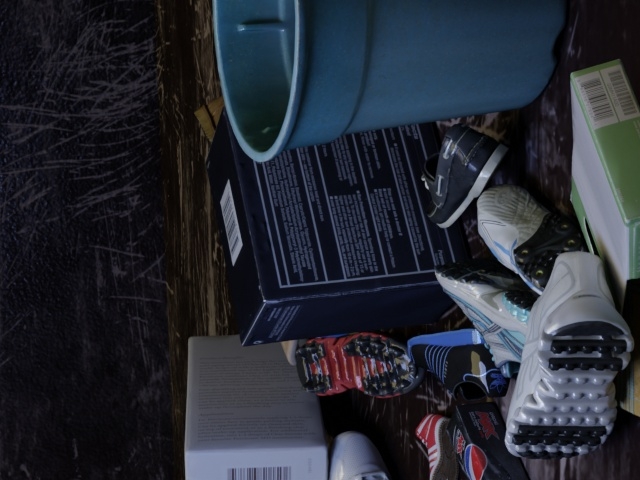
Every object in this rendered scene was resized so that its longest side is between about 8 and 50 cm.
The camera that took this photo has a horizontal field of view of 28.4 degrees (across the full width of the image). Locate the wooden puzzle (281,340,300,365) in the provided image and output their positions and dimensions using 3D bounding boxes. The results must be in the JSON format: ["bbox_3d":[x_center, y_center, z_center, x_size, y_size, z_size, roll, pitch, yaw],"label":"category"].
[{"bbox_3d":[-0.054,-0.016,2.134,0.322,0.081,0.347,-115,23,-46],"label":"wooden puzzle"}]

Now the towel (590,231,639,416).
[{"bbox_3d":[0.356,0.062,1.181,0.370,0.040,0.271,-156,64,-71],"label":"towel"}]

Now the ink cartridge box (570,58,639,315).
[{"bbox_3d":[0.290,-0.037,1.224,0.235,0.056,0.171,66,-171,-59],"label":"ink cartridge box"}]

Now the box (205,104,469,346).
[{"bbox_3d":[0.018,-0.029,1.751,0.182,0.294,0.296,118,143,-62],"label":"box"}]

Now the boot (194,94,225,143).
[{"bbox_3d":[-0.060,-0.229,2.008,0.089,0.269,0.236,50,-175,-44],"label":"boot"}]

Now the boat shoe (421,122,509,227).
[{"bbox_3d":[0.167,-0.082,1.583,0.084,0.079,0.233,-60,-2,-18],"label":"boat shoe"}]

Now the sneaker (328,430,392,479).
[{"bbox_3d":[0.106,0.410,1.929,0.169,0.108,0.292,-50,51,55],"label":"sneaker"}]

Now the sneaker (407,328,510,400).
[{"bbox_3d":[0.178,0.166,1.663,0.232,0.081,0.090,155,114,-70],"label":"sneaker"}]

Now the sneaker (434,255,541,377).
[{"bbox_3d":[0.216,0.097,1.496,0.283,0.110,0.122,-143,48,-66],"label":"sneaker"}]

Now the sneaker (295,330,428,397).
[{"bbox_3d":[0.084,0.180,1.899,0.276,0.135,0.097,-9,89,55],"label":"sneaker"}]

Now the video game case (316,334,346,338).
[{"bbox_3d":[0.000,0.000,2.178,0.244,0.061,0.269,-122,33,-51],"label":"video game case"}]

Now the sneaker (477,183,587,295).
[{"bbox_3d":[0.244,0.011,1.429,0.237,0.085,0.086,-116,1,-63],"label":"sneaker"}]

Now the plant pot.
[{"bbox_3d":[0.078,-0.268,1.456,0.341,0.334,0.341,176,90,-71],"label":"plant pot"}]

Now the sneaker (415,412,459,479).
[{"bbox_3d":[0.164,0.303,1.796,0.067,0.042,0.118,-164,78,-66],"label":"sneaker"}]

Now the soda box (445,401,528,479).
[{"bbox_3d":[0.217,0.288,1.606,0.053,0.060,0.169,105,153,-44],"label":"soda box"}]

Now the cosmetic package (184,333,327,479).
[{"bbox_3d":[-0.118,0.322,2.193,0.453,0.230,0.161,-102,12,-70],"label":"cosmetic package"}]

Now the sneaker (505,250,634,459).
[{"bbox_3d":[0.254,0.129,1.312,0.292,0.110,0.118,97,175,-49],"label":"sneaker"}]
